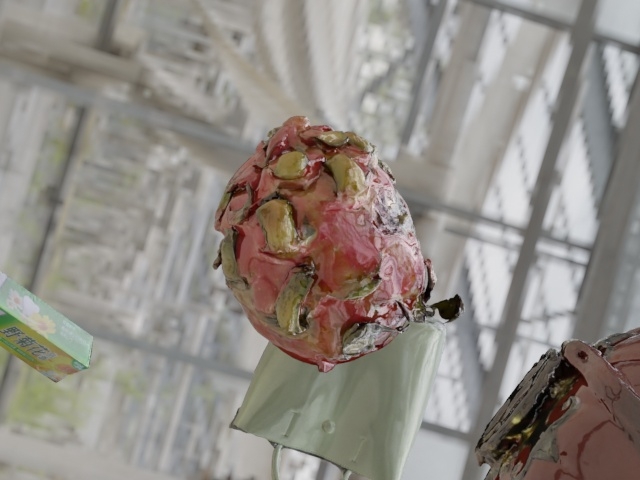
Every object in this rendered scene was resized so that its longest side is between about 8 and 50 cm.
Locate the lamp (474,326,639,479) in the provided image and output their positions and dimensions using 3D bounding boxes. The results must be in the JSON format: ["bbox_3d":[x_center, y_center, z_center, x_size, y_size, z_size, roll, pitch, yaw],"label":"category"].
[{"bbox_3d":[0.263,0.209,1.523,0.303,0.257,0.303,-52,177,-4],"label":"lamp"}]

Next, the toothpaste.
[{"bbox_3d":[-0.270,0.063,1.561,0.043,0.178,0.037,-21,-133,30],"label":"toothpaste"}]

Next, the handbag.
[{"bbox_3d":[0.022,0.214,2.374,0.109,0.241,0.315,-145,-103,-86],"label":"handbag"}]

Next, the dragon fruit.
[{"bbox_3d":[0.000,0.000,2.153,0.269,0.250,0.291,-122,-165,-51],"label":"dragon fruit"}]
